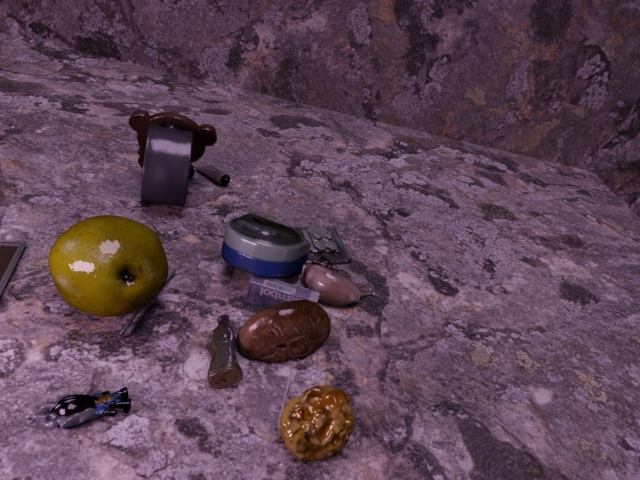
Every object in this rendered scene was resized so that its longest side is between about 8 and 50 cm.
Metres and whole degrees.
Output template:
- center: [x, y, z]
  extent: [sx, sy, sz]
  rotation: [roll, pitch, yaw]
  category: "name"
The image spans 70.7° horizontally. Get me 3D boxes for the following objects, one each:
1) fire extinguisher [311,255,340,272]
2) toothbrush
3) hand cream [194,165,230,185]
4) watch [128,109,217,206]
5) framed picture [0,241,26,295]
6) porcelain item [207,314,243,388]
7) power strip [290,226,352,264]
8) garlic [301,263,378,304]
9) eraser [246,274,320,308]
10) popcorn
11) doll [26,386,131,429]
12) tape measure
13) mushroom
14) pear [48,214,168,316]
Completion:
- center: [0.020, 0.083, 1.581]
  extent: [0.100, 0.032, 0.046]
  rotation: [21, 32, -8]
  category: "fire extinguisher"
- center: [-0.484, 0.166, 1.284]
  extent: [0.028, 0.026, 0.294]
  rotation: [31, 33, -9]
  category: "toothbrush"
- center: [-0.450, -0.284, 1.921]
  extent: [0.186, 0.054, 0.087]
  rotation: [31, 32, 33]
  category: "hand cream"
- center: [-0.564, -0.271, 1.676]
  extent: [0.314, 0.335, 0.326]
  rotation: [9, 53, -19]
  category: "watch"
- center: [-0.964, 0.093, 1.216]
  extent: [0.232, 0.019, 0.296]
  rotation: [4, 35, -17]
  category: "framed picture"
- center: [-0.255, 0.277, 1.175]
  extent: [0.081, 0.069, 0.215]
  rotation: [-25, 38, 3]
  category: "porcelain item"
- center: [0.000, 0.000, 1.668]
  extent: [0.198, 0.064, 0.213]
  rotation: [-2, 38, -24]
  category: "power strip"
- center: [0.062, 0.154, 1.463]
  extent: [0.267, 0.128, 0.148]
  rotation: [30, 48, 3]
  category: "garlic"
- center: [-0.115, 0.171, 1.356]
  extent: [0.213, 0.091, 0.046]
  rotation: [16, 36, 2]
  category: "eraser"
- center: [-0.007, 0.402, 1.012]
  extent: [0.180, 0.180, 0.170]
  rotation: [9, 1, -9]
  category: "popcorn"
- center: [-0.512, 0.359, 0.964]
  extent: [0.195, 0.070, 0.096]
  rotation: [-2, 22, -34]
  category: "doll"
- center: [-0.182, 0.013, 1.432]
  extent: [0.259, 0.138, 0.262]
  rotation: [19, 10, 15]
  category: "tape measure"
- center: [-0.084, 0.226, 1.238]
  extent: [0.286, 0.151, 0.156]
  rotation: [-8, 42, -29]
  category: "mushroom"
- center: [-0.546, 0.066, 1.184]
  extent: [0.294, 0.294, 0.294]
  rotation: [10, 35, -7]
  category: "pear"
